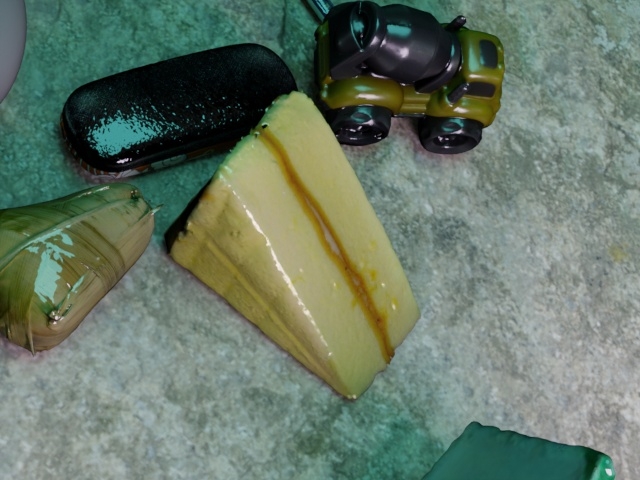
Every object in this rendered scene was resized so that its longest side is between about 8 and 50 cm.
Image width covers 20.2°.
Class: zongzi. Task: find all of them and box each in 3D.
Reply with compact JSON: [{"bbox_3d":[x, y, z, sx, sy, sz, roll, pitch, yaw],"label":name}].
[{"bbox_3d":[-0.279,-0.010,1.731,0.197,0.099,0.194,38,54,9],"label":"zongzi"}]

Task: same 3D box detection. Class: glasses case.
[{"bbox_3d":[-0.143,-0.137,1.871,0.266,0.067,0.103,-18,70,-29],"label":"glasses case"}]

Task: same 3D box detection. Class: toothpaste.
[{"bbox_3d":[0.018,-0.242,2.028,0.037,0.021,0.140,-33,84,-30],"label":"toothpaste"}]

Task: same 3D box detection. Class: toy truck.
[{"bbox_3d":[0.106,-0.190,1.941,0.224,0.165,0.147,8,68,-22],"label":"toy truck"}]

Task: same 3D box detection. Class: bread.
[{"bbox_3d":[0.002,0.003,1.800,0.264,0.163,0.168,39,54,0],"label":"bread"}]

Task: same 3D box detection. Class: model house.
[{"bbox_3d":[0.186,0.352,1.651,0.280,0.230,0.249,-47,112,-18],"label":"model house"}]

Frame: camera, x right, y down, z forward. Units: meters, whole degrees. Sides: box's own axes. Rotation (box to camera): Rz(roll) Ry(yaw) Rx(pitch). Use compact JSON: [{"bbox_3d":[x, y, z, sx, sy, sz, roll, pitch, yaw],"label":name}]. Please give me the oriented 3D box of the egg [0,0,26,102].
[{"bbox_3d":[-0.372,-0.202,1.743,0.176,0.176,0.232,26,50,-8],"label":"egg"}]
